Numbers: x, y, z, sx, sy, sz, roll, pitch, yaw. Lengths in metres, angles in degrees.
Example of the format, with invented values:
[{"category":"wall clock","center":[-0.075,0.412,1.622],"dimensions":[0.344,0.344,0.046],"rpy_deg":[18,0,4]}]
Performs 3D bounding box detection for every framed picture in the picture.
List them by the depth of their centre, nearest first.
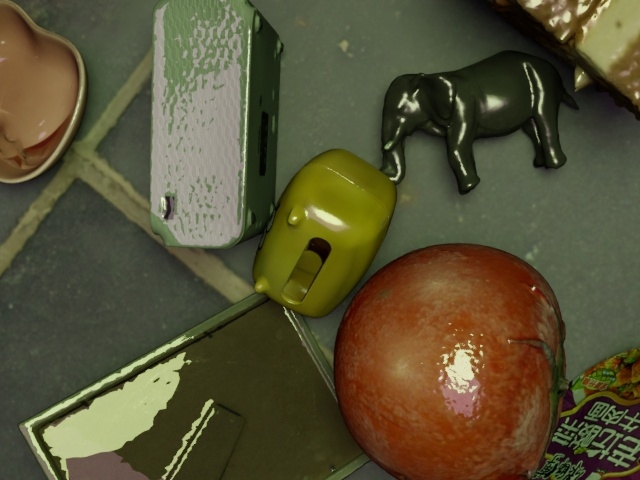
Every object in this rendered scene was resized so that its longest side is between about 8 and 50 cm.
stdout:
[{"category":"framed picture","center":[-0.129,0.228,0.887],"dimensions":[0.335,0.022,0.247],"rpy_deg":[-29,89,-18]}]

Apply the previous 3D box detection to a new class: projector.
[{"category":"projector","center":[-0.105,-0.123,0.845],"dimensions":[0.108,0.198,0.250],"rpy_deg":[2,94,5]}]

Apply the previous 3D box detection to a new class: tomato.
[{"category":"tomato","center":[0.132,0.133,0.812],"dimensions":[0.264,0.265,0.265],"rpy_deg":[0,93,5]}]

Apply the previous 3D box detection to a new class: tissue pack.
[{"category":"tissue pack","center":[0.000,0.000,0.849],"dimensions":[0.123,0.127,0.178],"rpy_deg":[31,131,1]}]

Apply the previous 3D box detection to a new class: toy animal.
[{"category":"toy animal","center":[0.167,-0.131,0.877],"dimensions":[0.245,0.114,0.146],"rpy_deg":[-18,98,-16]}]

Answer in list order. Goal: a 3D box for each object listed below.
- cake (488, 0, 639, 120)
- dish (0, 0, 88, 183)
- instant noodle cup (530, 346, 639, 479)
[{"category":"cake","center":[0.279,-0.300,0.747],"dimensions":[0.290,0.256,0.282],"rpy_deg":[35,106,-5]},{"category":"dish","center":[-0.370,-0.169,0.921],"dimensions":[0.213,0.090,0.213],"rpy_deg":[0,91,3]},{"category":"instant noodle cup","center":[0.360,0.262,0.818],"dimensions":[0.251,0.251,0.190],"rpy_deg":[-44,99,6]}]
